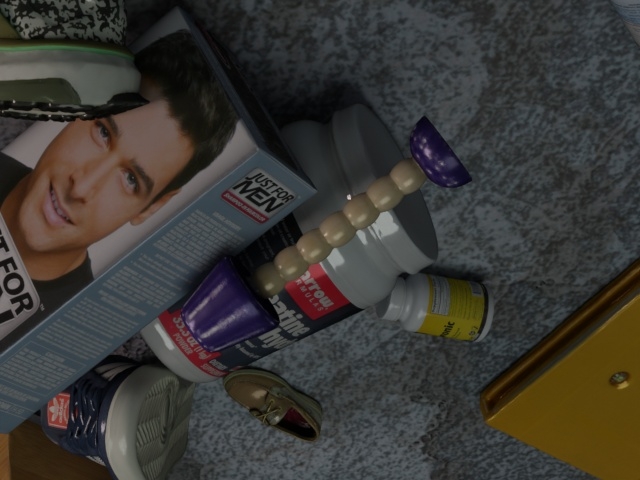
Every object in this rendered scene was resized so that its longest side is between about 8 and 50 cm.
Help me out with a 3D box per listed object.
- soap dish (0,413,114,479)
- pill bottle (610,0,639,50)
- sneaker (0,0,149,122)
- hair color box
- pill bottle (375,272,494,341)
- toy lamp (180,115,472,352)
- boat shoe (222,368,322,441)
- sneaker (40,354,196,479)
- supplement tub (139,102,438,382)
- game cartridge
[{"bbox_3d":[-0.345,0.342,1.846,0.229,0.118,0.291,29,121,-30],"label":"soap dish"},{"bbox_3d":[0.319,-0.214,1.460,0.087,0.087,0.160,-28,131,17],"label":"pill bottle"},{"bbox_3d":[-0.339,-0.205,1.362,0.410,0.158,0.182,6,88,4],"label":"sneaker"},{"bbox_3d":[-0.208,-0.014,1.440,0.374,0.185,0.113,-37,148,11],"label":"hair color box"},{"bbox_3d":[0.121,0.069,1.704,0.116,0.065,0.065,11,130,-17],"label":"pill bottle"},{"bbox_3d":[0.000,0.000,1.387,0.274,0.080,0.080,-36,129,3],"label":"toy lamp"},{"bbox_3d":[-0.050,0.186,1.798,0.135,0.045,0.050,27,123,-29],"label":"boat shoe"},{"bbox_3d":[-0.218,0.179,1.613,0.148,0.131,0.350,9,174,2],"label":"sneaker"},{"bbox_3d":[-0.045,0.003,1.533,0.272,0.191,0.191,-26,131,15],"label":"supplement tub"},{"bbox_3d":[0.393,0.172,1.855,0.323,0.053,0.285,27,123,-32],"label":"game cartridge"}]
